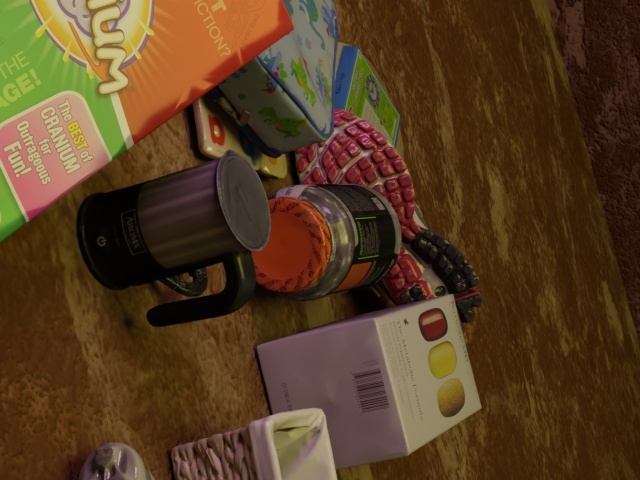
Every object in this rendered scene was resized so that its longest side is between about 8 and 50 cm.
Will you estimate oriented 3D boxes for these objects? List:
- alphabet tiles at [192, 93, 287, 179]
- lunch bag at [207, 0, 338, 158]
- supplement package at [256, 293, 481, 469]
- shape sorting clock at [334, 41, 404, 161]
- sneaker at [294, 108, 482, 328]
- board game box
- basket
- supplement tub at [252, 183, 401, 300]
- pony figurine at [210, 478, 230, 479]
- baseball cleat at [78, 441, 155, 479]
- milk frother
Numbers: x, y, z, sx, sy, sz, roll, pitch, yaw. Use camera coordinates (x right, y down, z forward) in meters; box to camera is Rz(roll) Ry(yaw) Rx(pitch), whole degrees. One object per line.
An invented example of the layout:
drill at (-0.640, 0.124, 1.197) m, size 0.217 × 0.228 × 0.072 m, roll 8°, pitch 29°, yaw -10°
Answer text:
alphabet tiles at (-0.101, -0.205, 1.354) m, size 0.284 × 0.021 × 0.278 m, roll 15°, pitch 62°, yaw -63°
lunch bag at (-0.049, -0.204, 1.329) m, size 0.176 × 0.090 × 0.219 m, roll 48°, pitch 36°, yaw -44°
supplement package at (0.058, 0.143, 1.353) m, size 0.244 × 0.133 × 0.139 m, roll -11°, pitch 86°, yaw -66°
shape sorting clock at (0.047, -0.145, 1.617) m, size 0.206 × 0.040 × 0.206 m, roll 35°, pitch 49°, yaw -53°
sneaker at (0.062, -0.016, 1.512) m, size 0.299 × 0.121 × 0.112 m, roll 56°, pitch -10°, yaw -14°
board game box at (-0.188, -0.176, 0.910) m, size 0.316 × 0.064 × 0.242 m, roll -41°, pitch 117°, yaw -31°
basket at (-0.048, 0.235, 1.106) m, size 0.113 × 0.103 × 0.167 m, roll 5°, pitch 72°, yaw -65°
supplement tub at (0.000, 0.000, 1.335) m, size 0.190 × 0.117 × 0.117 m, roll -5°, pitch 81°, yaw -66°
pony figurine at (-0.128, 0.345, 0.645) m, size 0.303 × 0.351 × 0.363 m, roll 56°, pitch 11°, yaw -44°
baseball cleat at (-0.142, 0.249, 0.933) m, size 0.109 × 0.072 × 0.206 m, roll 58°, pitch 32°, yaw -48°
milk frother at (-0.102, -0.007, 1.093) m, size 0.129 × 0.134 × 0.143 m, roll 68°, pitch 24°, yaw -16°
